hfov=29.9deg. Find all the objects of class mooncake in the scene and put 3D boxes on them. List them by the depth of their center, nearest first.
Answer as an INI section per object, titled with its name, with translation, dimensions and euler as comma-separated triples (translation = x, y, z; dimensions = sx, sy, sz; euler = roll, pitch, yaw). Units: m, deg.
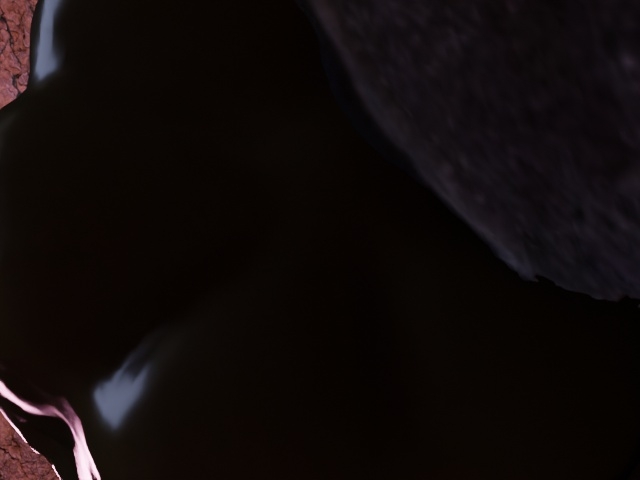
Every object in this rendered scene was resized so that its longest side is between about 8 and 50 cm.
[mooncake]
translation = 0.000, 0.000, 0.771
dimensions = 0.262, 0.467, 0.467
euler = 111, -179, -68

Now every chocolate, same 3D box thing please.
[chocolate]
translation = 0.135, -0.146, 0.503
dimensions = 0.213, 0.303, 0.303
euler = -35, -21, -22
